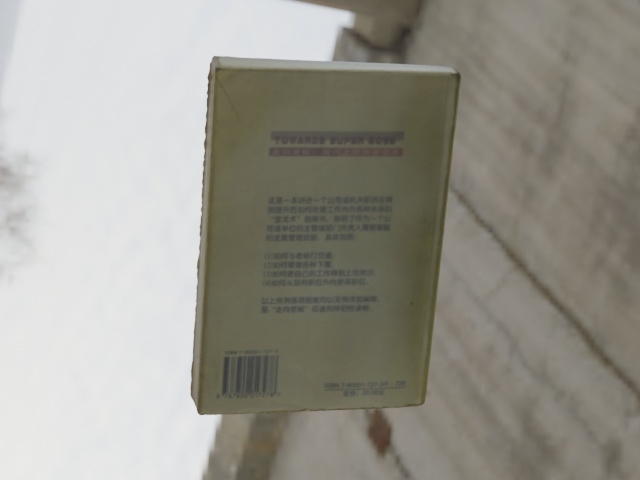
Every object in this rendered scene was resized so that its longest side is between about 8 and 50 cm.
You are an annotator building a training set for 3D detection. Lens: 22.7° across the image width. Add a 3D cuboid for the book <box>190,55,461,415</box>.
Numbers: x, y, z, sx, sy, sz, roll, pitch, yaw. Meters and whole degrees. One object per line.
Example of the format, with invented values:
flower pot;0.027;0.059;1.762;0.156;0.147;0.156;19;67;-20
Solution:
book;0.000;0.000;1.019;0.026;0.161;0.230;-126;-141;-66
